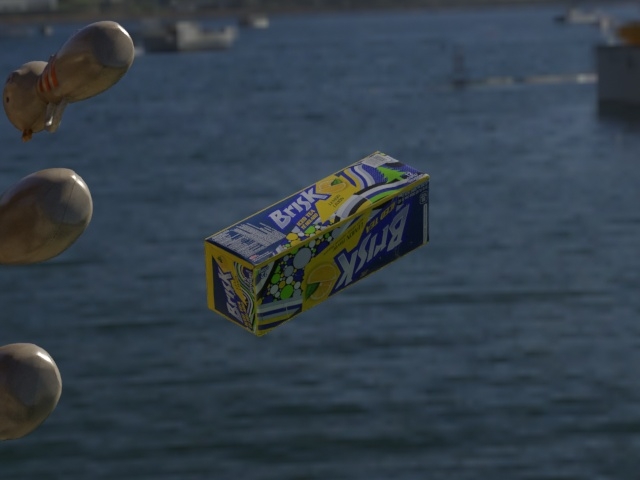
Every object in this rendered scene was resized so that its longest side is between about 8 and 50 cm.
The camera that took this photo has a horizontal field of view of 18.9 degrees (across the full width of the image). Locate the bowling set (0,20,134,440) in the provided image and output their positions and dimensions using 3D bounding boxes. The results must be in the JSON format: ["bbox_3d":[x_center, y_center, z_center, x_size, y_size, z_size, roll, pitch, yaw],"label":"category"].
[{"bbox_3d":[-0.243,-0.027,1.147,0.200,0.287,0.154,25,-26,-27],"label":"bowling set"}]

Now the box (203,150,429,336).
[{"bbox_3d":[0.000,0.000,1.327,0.169,0.059,0.054,-28,40,-35],"label":"box"}]
